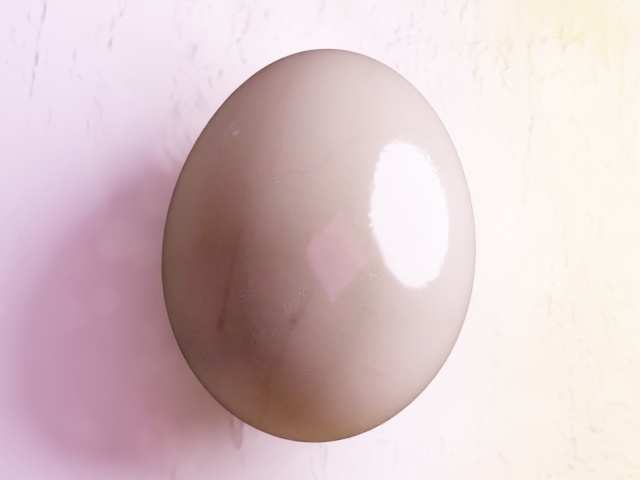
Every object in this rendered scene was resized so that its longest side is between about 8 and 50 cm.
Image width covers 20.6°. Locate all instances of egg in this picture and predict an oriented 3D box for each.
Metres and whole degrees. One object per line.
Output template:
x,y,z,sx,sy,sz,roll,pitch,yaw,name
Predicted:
0.000,0.000,1.044,0.186,0.186,0.241,10,72,-13,egg
